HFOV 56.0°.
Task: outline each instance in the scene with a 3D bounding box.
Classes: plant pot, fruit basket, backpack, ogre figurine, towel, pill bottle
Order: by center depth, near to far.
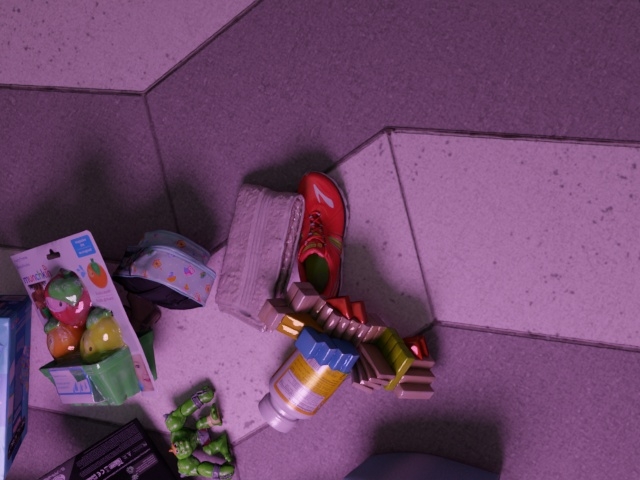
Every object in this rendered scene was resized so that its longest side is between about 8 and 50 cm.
[{"bbox_3d":[0.160,0.538,1.126,0.252,0.247,0.248,16,97,26],"label":"plant pot"},{"bbox_3d":[-0.029,0.283,1.213,0.117,0.117,0.208,41,101,8],"label":"pill bottle"},{"bbox_3d":[-0.302,0.064,1.217,0.188,0.166,0.144,7,65,51],"label":"backpack"},{"bbox_3d":[-0.129,0.030,1.217,0.187,0.049,0.282,16,97,44],"label":"towel"},{"bbox_3d":[-0.503,0.173,1.242,0.327,0.165,0.353,-12,109,37],"label":"fruit basket"},{"bbox_3d":[-0.263,0.427,1.294,0.118,0.097,0.197,-17,105,-4],"label":"ogre figurine"}]

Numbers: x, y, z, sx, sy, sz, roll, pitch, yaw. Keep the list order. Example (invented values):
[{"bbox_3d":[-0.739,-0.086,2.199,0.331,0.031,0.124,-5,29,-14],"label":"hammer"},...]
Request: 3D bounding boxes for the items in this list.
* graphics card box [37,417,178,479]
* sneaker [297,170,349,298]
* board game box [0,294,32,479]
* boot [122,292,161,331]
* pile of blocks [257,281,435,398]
[{"bbox_3d":[-0.385,0.586,1.237,0.371,0.232,0.094,51,141,12],"label":"graphics card box"},{"bbox_3d":[0.000,0.000,1.189,0.107,0.118,0.279,-4,93,12],"label":"sneaker"},{"bbox_3d":[-0.693,0.305,1.301,0.079,0.254,0.336,3,94,-16],"label":"board game box"},{"bbox_3d":[-0.392,0.147,1.335,0.087,0.042,0.118,31,101,4],"label":"boot"},{"bbox_3d":[0.070,0.177,1.106,0.362,0.149,0.113,24,114,-12],"label":"pile of blocks"}]
